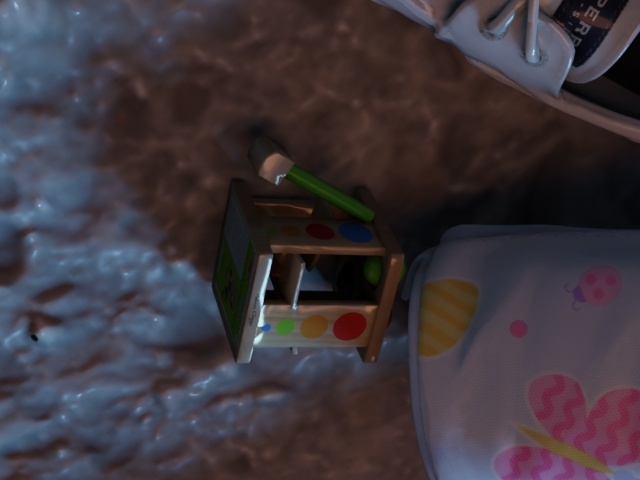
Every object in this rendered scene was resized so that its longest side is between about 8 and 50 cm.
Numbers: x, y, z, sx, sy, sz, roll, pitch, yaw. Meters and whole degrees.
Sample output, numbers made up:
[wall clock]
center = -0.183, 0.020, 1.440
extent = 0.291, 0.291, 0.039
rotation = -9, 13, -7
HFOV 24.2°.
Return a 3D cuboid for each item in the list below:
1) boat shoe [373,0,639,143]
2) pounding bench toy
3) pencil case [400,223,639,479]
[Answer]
[boat shoe]
center = 0.087, -0.095, 0.518
extent = 0.258, 0.084, 0.095
rotation = 16, 118, -26
[pounding bench toy]
center = 0.000, 0.000, 0.578
extent = 0.065, 0.052, 0.083
rotation = 1, 123, -18
[pencil case]
center = 0.169, 0.041, 0.563
extent = 0.273, 0.113, 0.124
rotation = -9, 109, 19
